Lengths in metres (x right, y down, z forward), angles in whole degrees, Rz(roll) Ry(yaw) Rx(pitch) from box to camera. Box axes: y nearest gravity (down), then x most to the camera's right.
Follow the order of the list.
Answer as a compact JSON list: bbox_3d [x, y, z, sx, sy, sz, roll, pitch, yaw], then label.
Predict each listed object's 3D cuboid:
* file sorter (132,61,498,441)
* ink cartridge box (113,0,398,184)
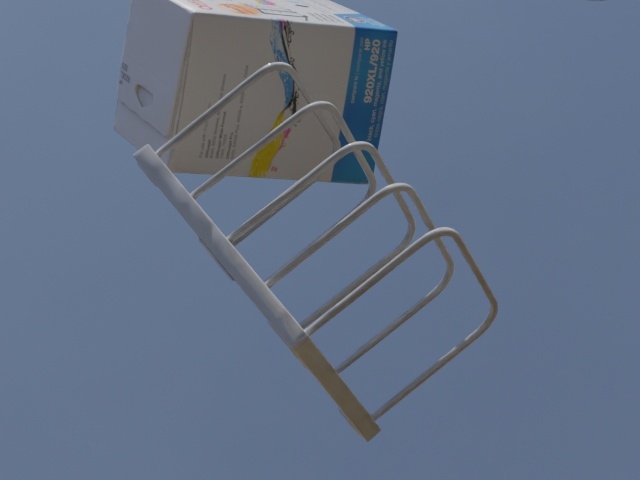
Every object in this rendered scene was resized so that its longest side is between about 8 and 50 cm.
[{"bbox_3d":[0.000,0.000,1.715,0.173,0.278,0.193,-39,-36,-4],"label":"file sorter"},{"bbox_3d":[-0.071,-0.163,1.959,0.232,0.171,0.168,2,-73,-27],"label":"ink cartridge box"}]
